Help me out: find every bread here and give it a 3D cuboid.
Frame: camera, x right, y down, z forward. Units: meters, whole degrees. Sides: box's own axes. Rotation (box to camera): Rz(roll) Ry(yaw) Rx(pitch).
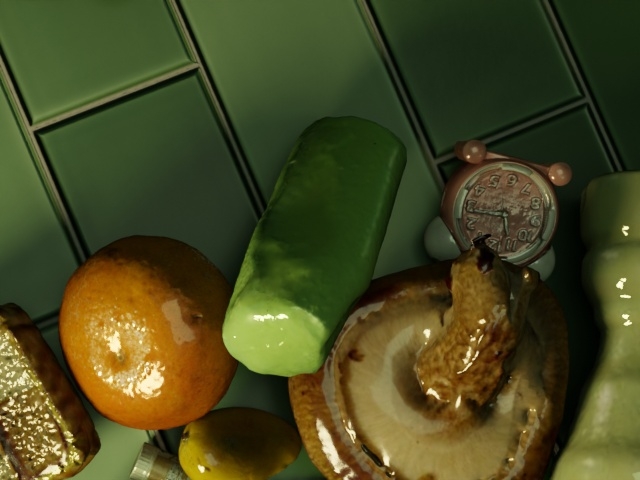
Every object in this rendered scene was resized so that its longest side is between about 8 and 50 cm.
[{"bbox_3d":[-0.368,0.191,1.756,0.181,0.096,0.222,-32,89,10],"label":"bread"}]

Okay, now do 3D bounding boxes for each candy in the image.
[{"bbox_3d":[0.000,0.000,1.760,0.142,0.132,0.343,20,48,3],"label":"candy"}]

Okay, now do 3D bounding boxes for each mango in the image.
[{"bbox_3d":[-0.093,0.243,1.804,0.161,0.076,0.103,-5,59,-39],"label":"mango"}]

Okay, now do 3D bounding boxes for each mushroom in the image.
[{"bbox_3d":[0.129,0.163,1.768,0.345,0.259,0.345,1,81,-5],"label":"mushroom"}]

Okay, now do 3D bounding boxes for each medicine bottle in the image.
[{"bbox_3d":[-0.178,0.274,1.816,0.083,0.047,0.047,25,80,-5],"label":"medicine bottle"}]

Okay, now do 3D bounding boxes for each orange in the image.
[{"bbox_3d":[-0.191,0.105,1.767,0.224,0.170,0.224,4,101,24],"label":"orange"}]

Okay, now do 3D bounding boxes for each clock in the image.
[{"bbox_3d":[0.216,-0.030,1.897,0.166,0.093,0.162,14,91,-7],"label":"clock"}]

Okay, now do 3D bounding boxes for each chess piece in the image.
[{"bbox_3d":[0.387,0.147,1.835,0.234,0.234,0.442,6,76,-8],"label":"chess piece"}]
